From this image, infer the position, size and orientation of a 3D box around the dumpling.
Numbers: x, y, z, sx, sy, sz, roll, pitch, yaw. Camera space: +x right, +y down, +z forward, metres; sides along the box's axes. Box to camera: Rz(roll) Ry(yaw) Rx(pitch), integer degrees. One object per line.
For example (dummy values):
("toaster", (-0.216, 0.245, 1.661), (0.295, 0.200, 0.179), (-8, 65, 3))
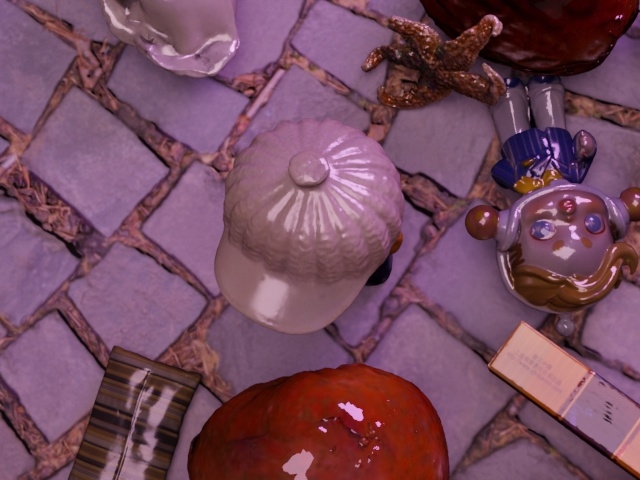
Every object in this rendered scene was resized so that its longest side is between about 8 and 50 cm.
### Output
("dumpling", (-0.178, -0.294, 1.727), (0.162, 0.132, 0.250), (-21, 81, 0))

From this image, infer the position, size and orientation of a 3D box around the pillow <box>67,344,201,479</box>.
("pillow", (-0.218, 0.231, 1.717), (0.113, 0.038, 0.203), (17, 86, 8))

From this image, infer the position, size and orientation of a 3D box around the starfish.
("starfish", (0.133, -0.201, 1.666), (0.150, 0.209, 0.053), (37, 60, -14))

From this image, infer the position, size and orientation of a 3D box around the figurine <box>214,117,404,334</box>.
("figurine", (0.002, -0.030, 1.572), (0.185, 0.332, 0.204), (2, 99, 8))

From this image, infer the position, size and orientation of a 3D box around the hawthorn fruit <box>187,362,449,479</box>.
("hawthorn fruit", (0.017, 0.277, 1.587), (0.276, 0.276, 0.307), (-21, 96, 4))

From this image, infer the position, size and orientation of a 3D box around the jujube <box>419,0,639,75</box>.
("jujube", (0.228, -0.281, 1.658), (0.243, 0.183, 0.183), (28, 87, 11))

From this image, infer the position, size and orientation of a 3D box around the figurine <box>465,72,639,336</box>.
("figurine", (0.239, -0.045, 1.660), (0.194, 0.133, 0.274), (-28, 71, -14))

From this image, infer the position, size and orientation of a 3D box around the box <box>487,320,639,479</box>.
("box", (0.290, 0.182, 1.608), (0.237, 0.152, 0.070), (34, 88, 10))
